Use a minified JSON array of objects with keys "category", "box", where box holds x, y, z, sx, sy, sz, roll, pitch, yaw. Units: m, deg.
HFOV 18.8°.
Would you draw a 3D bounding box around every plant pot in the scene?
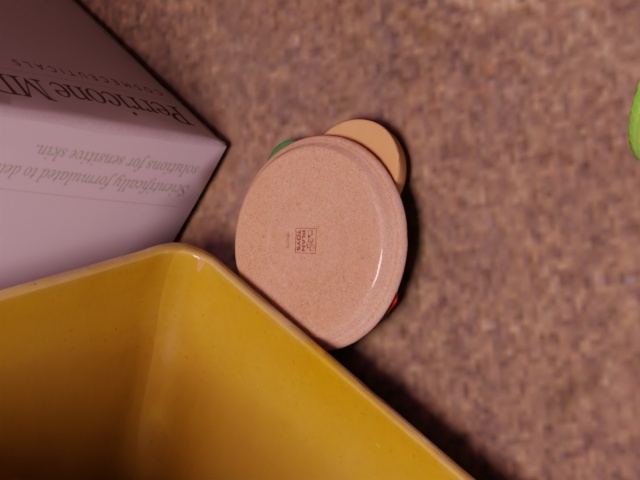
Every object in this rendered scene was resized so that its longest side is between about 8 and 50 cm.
[{"category":"plant pot","box":[-0.077,0.152,0.658,0.212,0.212,0.187,39,129,33]}]

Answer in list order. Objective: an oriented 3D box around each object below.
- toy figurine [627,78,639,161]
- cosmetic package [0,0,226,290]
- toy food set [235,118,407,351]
[{"category":"toy figurine","box":[0.199,-0.052,0.528,0.159,0.130,0.173,36,84,20]},{"category":"cosmetic package","box":[-0.238,-0.089,0.798,0.365,0.197,0.155,42,111,30]},{"category":"toy food set","box":[0.000,0.000,0.715,0.082,0.020,0.083,-19,76,36]}]
